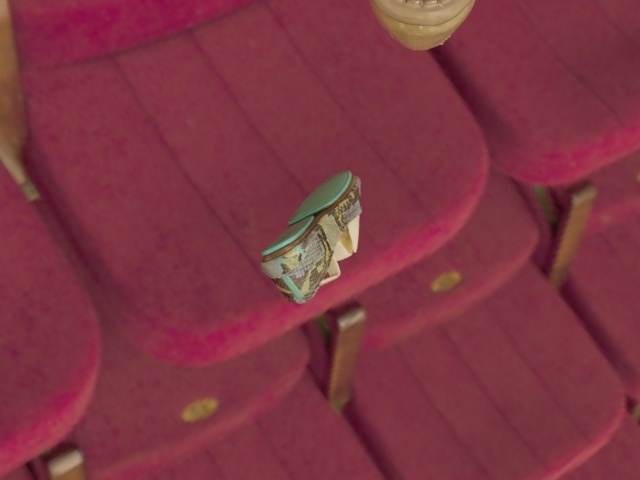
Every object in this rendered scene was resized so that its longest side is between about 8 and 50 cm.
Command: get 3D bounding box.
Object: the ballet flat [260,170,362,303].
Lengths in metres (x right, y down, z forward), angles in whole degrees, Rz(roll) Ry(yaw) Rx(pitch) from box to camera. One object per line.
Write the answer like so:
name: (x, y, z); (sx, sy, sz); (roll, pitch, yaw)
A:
ballet flat: (0.000, 0.000, 1.086); (0.070, 0.070, 0.188); (-59, 175, 32)

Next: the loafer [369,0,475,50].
loafer: (0.070, -0.241, 0.833); (0.101, 0.269, 0.092); (12, 154, 1)
